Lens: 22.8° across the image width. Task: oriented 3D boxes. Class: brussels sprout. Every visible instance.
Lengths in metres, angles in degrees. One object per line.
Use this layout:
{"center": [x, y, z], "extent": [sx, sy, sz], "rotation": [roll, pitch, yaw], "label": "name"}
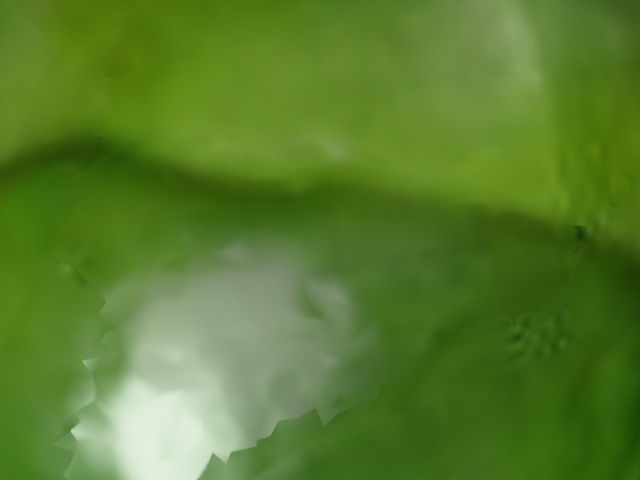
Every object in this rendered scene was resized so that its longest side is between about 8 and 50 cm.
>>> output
{"center": [0.000, 0.000, 0.476], "extent": [0.314, 0.276, 0.371], "rotation": [-5, 129, -36], "label": "brussels sprout"}
